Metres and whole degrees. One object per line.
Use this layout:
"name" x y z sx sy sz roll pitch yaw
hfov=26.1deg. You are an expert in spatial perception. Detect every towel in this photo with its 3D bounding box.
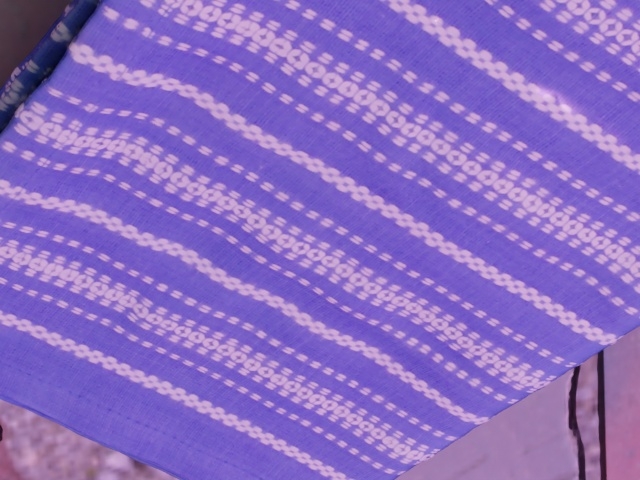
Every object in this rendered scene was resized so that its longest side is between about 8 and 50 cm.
"towel" 0.000 0.000 0.487 0.243 0.040 0.336 29 134 -23
